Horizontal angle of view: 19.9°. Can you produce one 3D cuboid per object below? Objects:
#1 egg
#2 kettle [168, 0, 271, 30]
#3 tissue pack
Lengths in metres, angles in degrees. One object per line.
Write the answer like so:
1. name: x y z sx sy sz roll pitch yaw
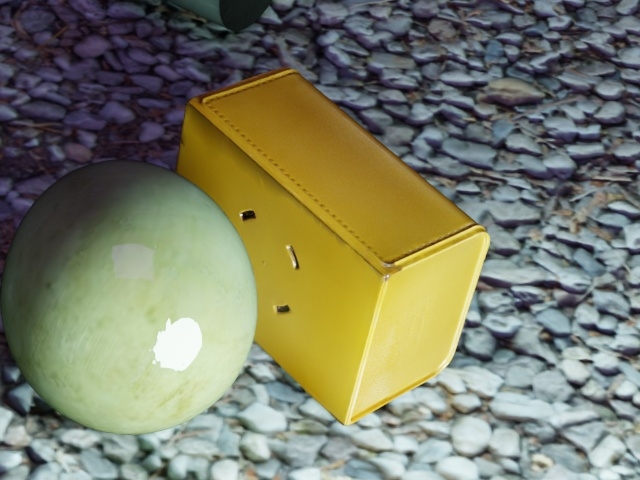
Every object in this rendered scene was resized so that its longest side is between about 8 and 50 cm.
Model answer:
1. egg: -0.169 0.038 1.578 0.218 0.218 0.295 -3 33 -15
2. kettle: -0.156 -0.355 2.069 0.236 0.161 0.221 25 16 18
3. tissue pack: 0.000 0.000 1.676 0.145 0.194 0.274 -22 52 -37
